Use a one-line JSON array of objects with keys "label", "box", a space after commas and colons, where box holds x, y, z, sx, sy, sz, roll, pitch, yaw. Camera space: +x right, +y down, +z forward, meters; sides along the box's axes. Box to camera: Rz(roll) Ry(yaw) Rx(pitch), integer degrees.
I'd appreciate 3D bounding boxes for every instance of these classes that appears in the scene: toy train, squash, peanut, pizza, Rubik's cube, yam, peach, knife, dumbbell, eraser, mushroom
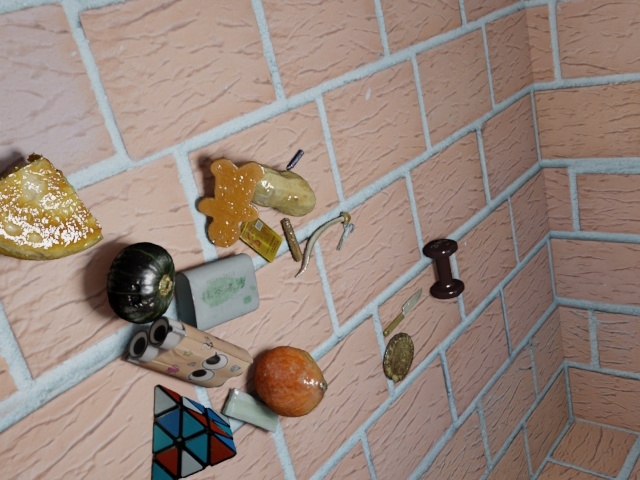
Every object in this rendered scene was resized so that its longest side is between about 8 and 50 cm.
[{"label": "toy train", "box": [-0.077, -0.245, 2.045, 0.083, 0.017, 0.017, -57, 131, -28]}, {"label": "squash", "box": [-0.424, 0.101, 1.585, 0.193, 0.156, 0.193, 37, 47, -53]}, {"label": "peanut", "box": [-0.125, -0.148, 1.920, 0.290, 0.130, 0.130, 15, 82, -49]}, {"label": "pizza", "box": [-0.604, -0.070, 1.410, 0.336, 0.086, 0.225, 11, 81, -50]}, {"label": "Rubik's cube", "box": [-0.344, 0.466, 1.715, 0.284, 0.250, 0.234, -38, 102, -35]}, {"label": "yam", "box": [-0.086, 0.000, 2.051, 0.032, 0.032, 0.145, -40, 121, -39]}, {"label": "peach", "box": [-0.075, 0.414, 1.959, 0.233, 0.233, 0.232, -7, 99, -48]}, {"label": "knife", "box": [0.323, 0.267, 2.556, 0.298, 0.017, 0.047, -39, 116, -39]}, {"label": "dumbbell", "box": [0.491, 0.113, 2.650, 0.140, 0.124, 0.225, -32, 117, -43]}, {"label": "eraser", "box": [-0.278, 0.140, 1.808, 0.227, 0.081, 0.173, -18, 107, -46]}, {"label": "mushroom", "box": [0.002, -0.001, 2.150, 0.068, 0.043, 0.306, 50, 56, -9]}, {"label": "eraser", "box": [-0.333, 0.292, 1.717, 0.291, 0.171, 0.087, 35, 29, -45]}]

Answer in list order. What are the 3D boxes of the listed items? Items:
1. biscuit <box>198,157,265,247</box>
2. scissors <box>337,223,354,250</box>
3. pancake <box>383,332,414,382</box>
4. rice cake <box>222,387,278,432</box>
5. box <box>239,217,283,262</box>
[{"label": "biscuit", "box": [-0.245, -0.100, 1.800, 0.166, 0.036, 0.249, 8, 109, -15]}, {"label": "scissors", "box": [0.081, -0.015, 2.252, 0.058, 0.014, 0.119, 45, 58, -37]}, {"label": "pancake", "box": [0.300, 0.446, 2.545, 0.199, 0.021, 0.199, -7, 100, -49]}, {"label": "rice cake", "box": [-0.197, 0.502, 1.967, 0.222, 0.042, 0.080, 38, 62, -43]}, {"label": "box", "box": [-0.176, -0.008, 1.953, 0.156, 0.022, 0.089, 41, 63, -43]}]
